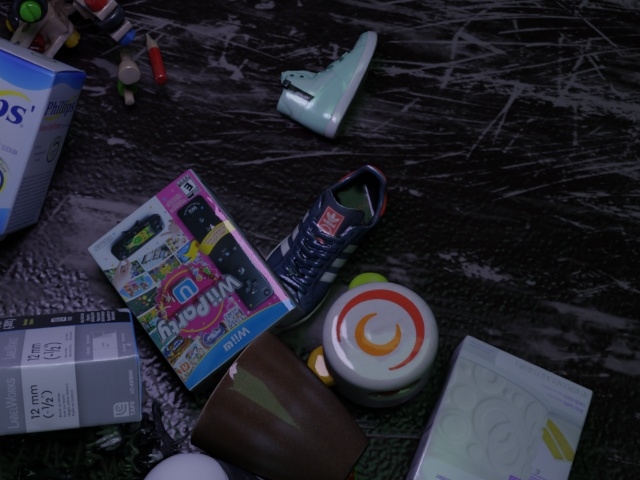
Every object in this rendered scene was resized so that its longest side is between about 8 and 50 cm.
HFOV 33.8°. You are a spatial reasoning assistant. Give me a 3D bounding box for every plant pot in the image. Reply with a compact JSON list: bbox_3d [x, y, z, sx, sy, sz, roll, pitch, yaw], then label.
[{"bbox_3d":[-0.046,0.292,1.639,0.230,0.215,0.215,33,64,11],"label":"plant pot"}]

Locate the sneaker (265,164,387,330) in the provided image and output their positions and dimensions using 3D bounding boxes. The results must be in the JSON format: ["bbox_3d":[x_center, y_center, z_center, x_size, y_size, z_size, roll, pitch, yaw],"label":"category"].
[{"bbox_3d":[0.000,0.000,1.832,0.131,0.148,0.350,33,64,6],"label":"sneaker"}]

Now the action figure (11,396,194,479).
[{"bbox_3d":[-0.327,0.333,1.615,0.276,0.141,0.164,-2,102,-8],"label":"action figure"}]

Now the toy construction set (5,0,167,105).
[{"bbox_3d":[-0.439,-0.398,1.920,0.309,0.257,0.237,19,36,-34],"label":"toy construction set"}]

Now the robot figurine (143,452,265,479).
[{"bbox_3d":[-0.148,0.422,1.557,0.209,0.278,0.173,-44,41,12],"label":"robot figurine"}]

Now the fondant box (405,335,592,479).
[{"bbox_3d":[0.288,0.357,1.747,0.238,0.096,0.330,24,65,1],"label":"fondant box"}]

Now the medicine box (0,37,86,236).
[{"bbox_3d":[-0.571,-0.194,1.740,0.264,0.149,0.289,22,103,3],"label":"medicine box"}]

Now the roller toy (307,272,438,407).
[{"bbox_3d":[0.098,0.180,1.767,0.191,0.146,0.209,29,69,14],"label":"roller toy"}]

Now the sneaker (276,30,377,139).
[{"bbox_3d":[0.010,-0.326,2.018,0.151,0.094,0.255,24,62,5],"label":"sneaker"}]

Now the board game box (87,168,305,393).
[{"bbox_3d":[-0.205,0.068,1.757,0.224,0.097,0.303,-39,76,-1],"label":"board game box"}]

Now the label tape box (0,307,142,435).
[{"bbox_3d":[-0.452,0.197,1.599,0.348,0.249,0.115,-2,103,-12],"label":"label tape box"}]

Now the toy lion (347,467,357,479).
[{"bbox_3d":[0.012,0.367,1.731,0.096,0.034,0.100,6,64,-15],"label":"toy lion"}]

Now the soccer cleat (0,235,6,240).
[{"bbox_3d":[-0.633,-0.026,1.784,0.196,0.068,0.076,18,104,-15],"label":"soccer cleat"}]
